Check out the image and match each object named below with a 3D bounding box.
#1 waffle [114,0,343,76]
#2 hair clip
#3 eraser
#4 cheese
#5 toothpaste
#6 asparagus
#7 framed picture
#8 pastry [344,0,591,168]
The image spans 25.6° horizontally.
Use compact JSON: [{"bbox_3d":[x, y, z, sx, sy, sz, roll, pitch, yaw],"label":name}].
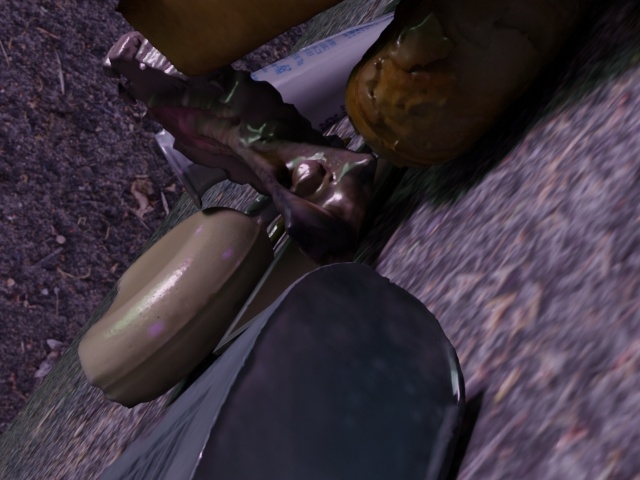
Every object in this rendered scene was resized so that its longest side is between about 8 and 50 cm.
[{"bbox_3d":[0.071,-0.209,0.763,0.304,0.077,0.348,-38,12,-29],"label":"waffle"},{"bbox_3d":[-0.038,-0.057,0.874,0.069,0.173,0.300,-48,30,-2],"label":"hair clip"},{"bbox_3d":[-0.058,0.127,0.488,0.227,0.081,0.174,-43,16,40],"label":"eraser"},{"bbox_3d":[-0.073,0.015,1.058,0.249,0.071,0.163,-41,14,6],"label":"cheese"},{"bbox_3d":[0.018,-0.128,1.064,0.299,0.073,0.114,-31,9,-2],"label":"toothpaste"},{"bbox_3d":[-0.022,-0.028,1.154,0.163,0.016,0.016,-56,-9,-20],"label":"asparagus"},{"bbox_3d":[0.000,0.000,0.940,0.142,0.011,0.183,-57,11,-33],"label":"framed picture"},{"bbox_3d":[0.076,-0.102,0.732,0.153,0.081,0.153,-42,14,13],"label":"pastry"}]
